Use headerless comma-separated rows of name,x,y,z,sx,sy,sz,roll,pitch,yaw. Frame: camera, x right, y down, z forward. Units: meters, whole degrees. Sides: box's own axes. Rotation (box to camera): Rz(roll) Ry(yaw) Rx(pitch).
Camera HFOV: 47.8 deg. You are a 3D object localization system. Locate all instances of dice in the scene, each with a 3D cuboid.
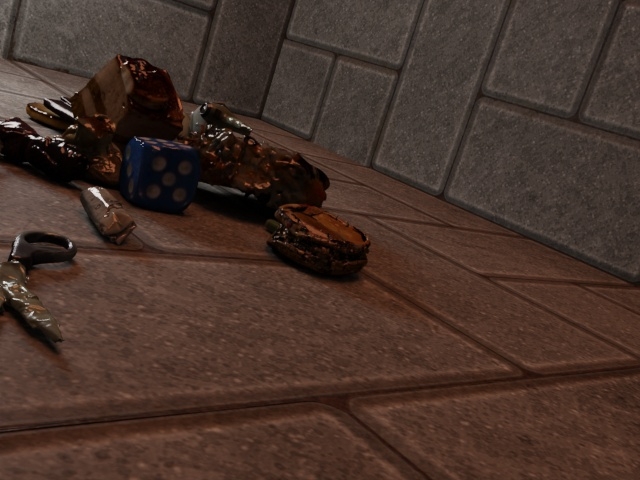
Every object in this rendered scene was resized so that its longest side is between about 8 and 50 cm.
dice,-0.356,-0.148,1.600,0.143,0.146,0.146,6,13,-34

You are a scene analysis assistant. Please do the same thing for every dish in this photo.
dish,-0.342,-0.309,2.168,0.077,0.212,0.151,4,11,9

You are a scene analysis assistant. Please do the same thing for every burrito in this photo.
burrito,-0.394,-0.053,1.328,0.064,0.064,0.203,9,16,-35

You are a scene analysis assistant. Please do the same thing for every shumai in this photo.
shumai,-0.520,-0.215,1.656,0.209,0.153,0.161,28,22,24

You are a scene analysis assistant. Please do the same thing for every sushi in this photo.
sushi,-0.187,-0.179,1.860,0.417,0.176,0.417,19,6,-2

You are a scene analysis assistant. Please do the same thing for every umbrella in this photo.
umbrella,-0.638,-0.206,1.574,0.326,0.090,0.094,23,36,22

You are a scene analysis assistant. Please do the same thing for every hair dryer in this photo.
hair dryer,-0.211,-0.307,1.943,0.199,0.067,0.167,25,5,31

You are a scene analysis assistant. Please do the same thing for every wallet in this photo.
wallet,-0.657,-0.351,2.076,0.229,0.049,0.182,30,17,28

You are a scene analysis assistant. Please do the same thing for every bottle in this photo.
bottle,-0.096,-0.025,1.679,0.030,0.030,0.083,6,16,-43

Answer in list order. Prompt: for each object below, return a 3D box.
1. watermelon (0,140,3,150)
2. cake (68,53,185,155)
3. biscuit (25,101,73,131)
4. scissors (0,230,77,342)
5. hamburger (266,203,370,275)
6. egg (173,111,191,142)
watermelon,-0.687,-0.206,1.427,0.101,0.080,0.155,51,-11,26
cake,-0.474,-0.344,1.845,0.198,0.293,0.196,7,57,-50
biscuit,-0.730,-0.345,2.137,0.299,0.045,0.154,21,14,10
scissors,-0.421,0.047,0.937,0.256,0.029,0.383,9,16,-31
hamburger,0.000,0.000,1.544,0.231,0.107,0.231,21,11,-4
egg,-0.457,-0.321,2.168,0.151,0.151,0.209,19,20,6
